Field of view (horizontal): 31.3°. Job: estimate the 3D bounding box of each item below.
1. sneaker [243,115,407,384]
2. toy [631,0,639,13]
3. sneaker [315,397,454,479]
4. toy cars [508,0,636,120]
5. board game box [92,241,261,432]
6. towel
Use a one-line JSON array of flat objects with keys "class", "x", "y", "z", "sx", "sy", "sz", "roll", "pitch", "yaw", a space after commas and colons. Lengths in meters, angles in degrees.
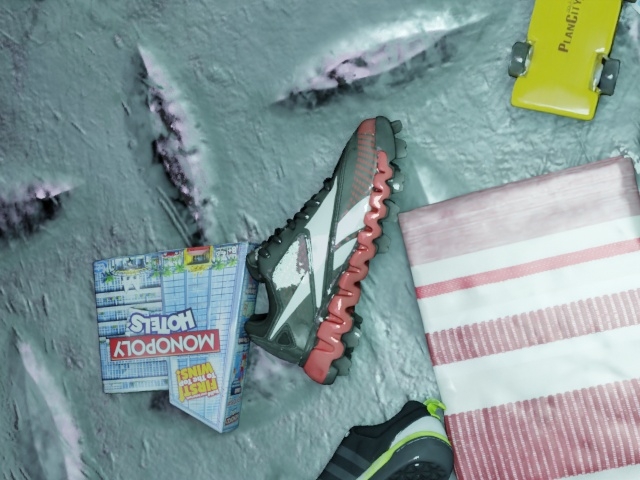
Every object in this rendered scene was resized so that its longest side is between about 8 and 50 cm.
[{"class": "sneaker", "x": 0.000, "y": 0.000, "z": 1.140, "sx": 0.135, "sy": 0.097, "sz": 0.276, "roll": 18, "pitch": 96, "yaw": 1}, {"class": "toy", "x": 0.427, "y": -0.272, "z": 1.075, "sx": 0.237, "sy": 0.056, "sz": 0.137, "roll": -46, "pitch": 76, "yaw": 9}, {"class": "sneaker", "x": 0.043, "y": 0.241, "z": 1.153, "sx": 0.234, "sy": 0.084, "sz": 0.097, "roll": -37, "pitch": 36, "yaw": 22}, {"class": "toy cars", "x": 0.200, "y": -0.294, "z": 1.125, "sx": 0.176, "sy": 0.087, "sz": 0.394, "roll": -27, "pitch": 78, "yaw": 7}, {"class": "board game box", "x": -0.151, "y": 0.108, "z": 1.208, "sx": 0.194, "sy": 0.060, "sz": 0.194, "roll": -7, "pitch": 85, "yaw": 14}, {"class": "towel", "x": 0.225, "y": 0.102, "z": 1.122, "sx": 0.237, "sy": 0.037, "sz": 0.329, "roll": -13, "pitch": 85, "yaw": 14}]
